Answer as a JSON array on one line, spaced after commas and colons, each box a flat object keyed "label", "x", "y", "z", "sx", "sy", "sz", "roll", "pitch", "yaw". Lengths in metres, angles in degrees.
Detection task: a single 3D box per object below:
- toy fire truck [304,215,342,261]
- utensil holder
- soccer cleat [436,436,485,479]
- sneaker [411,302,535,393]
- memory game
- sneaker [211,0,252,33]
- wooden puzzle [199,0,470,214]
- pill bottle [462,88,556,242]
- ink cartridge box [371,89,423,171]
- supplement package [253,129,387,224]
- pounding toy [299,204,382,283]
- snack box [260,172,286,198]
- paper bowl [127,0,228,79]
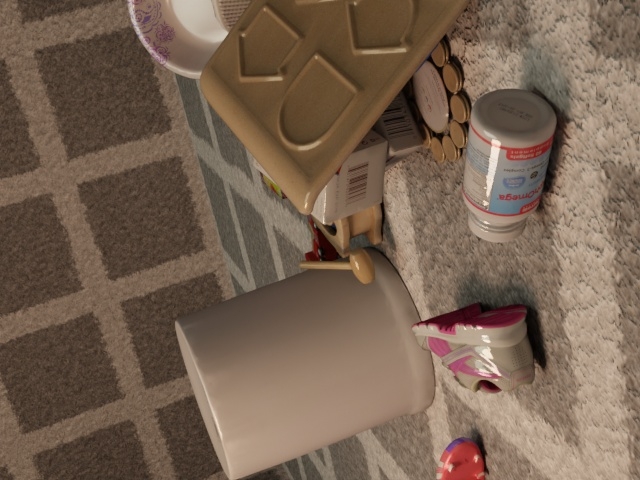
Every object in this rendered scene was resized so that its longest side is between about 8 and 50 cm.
[{"label": "toy fire truck", "x": 0.000, "y": 0.000, "z": 1.830, "sx": 0.135, "sy": 0.047, "sz": 0.192, "roll": -131, "pitch": 27, "yaw": -59}, {"label": "utensil holder", "x": -0.037, "y": 0.221, "z": 1.566, "sx": 0.327, "sy": 0.385, "sz": 0.328, "roll": 162, "pitch": 90, "yaw": -76}, {"label": "soccer cleat", "x": 0.226, "y": 0.404, "z": 1.443, "sx": 0.095, "sy": 0.083, "sz": 0.248, "roll": -119, "pitch": 14, "yaw": -50}, {"label": "sneaker", "x": 0.203, "y": 0.151, "z": 1.155, "sx": 0.252, "sy": 0.102, "sz": 0.111, "roll": 169, "pitch": 85, "yaw": -76}, {"label": "memory game", "x": 0.147, "y": -0.191, "z": 1.119, "sx": 0.186, "sy": 0.012, "sz": 0.186, "roll": 162, "pitch": 90, "yaw": -76}, {"label": "sneaker", "x": -0.156, "y": -0.432, "z": 1.494, "sx": 0.161, "sy": 0.102, "sz": 0.282, "roll": 58, "pitch": 176, "yaw": 20}, {"label": "wooden puzzle", "x": 0.013, "y": -0.247, "z": 1.088, "sx": 0.348, "sy": 0.080, "sz": 0.322, "roll": -55, "pitch": 47, "yaw": 17}, {"label": "pill bottle", "x": 0.198, "y": -0.076, "z": 0.921, "sx": 0.160, "sy": 0.087, "sz": 0.087, "roll": 86, "pitch": 159, "yaw": -47}, {"label": "ink cartridge box", "x": -0.007, "y": -0.226, "z": 1.315, "sx": 0.330, "sy": 0.071, "sz": 0.324, "roll": -34, "pitch": 75, "yaw": 57}, {"label": "supplement package", "x": -0.004, "y": -0.121, "z": 1.193, "sx": 0.179, "sy": 0.105, "sz": 0.105, "roll": 40, "pitch": 141, "yaw": 40}, {"label": "pounding toy", "x": 0.013, "y": -0.047, "z": 1.504, "sx": 0.269, "sy": 0.154, "sz": 0.154, "roll": -128, "pitch": 20, "yaw": -53}, {"label": "snack box", "x": -0.101, "y": -0.214, "z": 1.893, "sx": 0.174, "sy": 0.070, "sz": 0.207, "roll": -140, "pitch": 36, "yaw": -65}, {"label": "paper bowl", "x": -0.233, "y": -0.482, "z": 1.730, "sx": 0.148, "sy": 0.284, "sz": 0.284, "roll": -53, "pitch": -42, "yaw": -53}]
